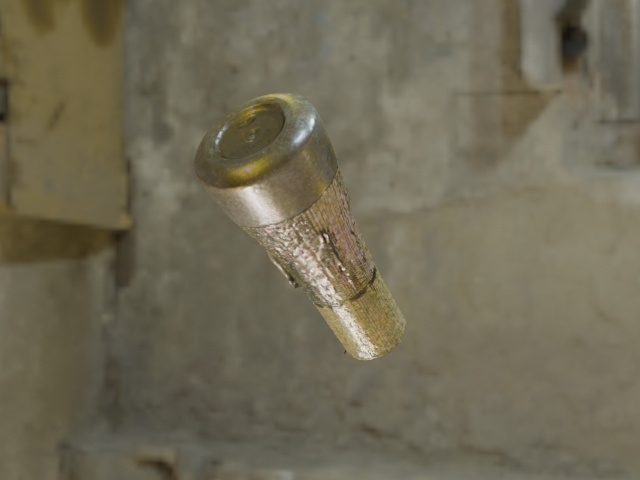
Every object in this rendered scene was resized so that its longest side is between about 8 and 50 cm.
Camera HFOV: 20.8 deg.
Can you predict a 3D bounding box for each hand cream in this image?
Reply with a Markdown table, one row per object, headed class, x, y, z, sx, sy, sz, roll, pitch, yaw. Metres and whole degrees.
| class | x | y | z | sx | sy | sz | roll | pitch | yaw |
| --- | --- | --- | --- | --- | --- | --- | --- | --- | --- |
| hand cream | 0.000 | 0.000 | 1.113 | 0.203 | 0.084 | 0.084 | 57 | 41 | -38 |
